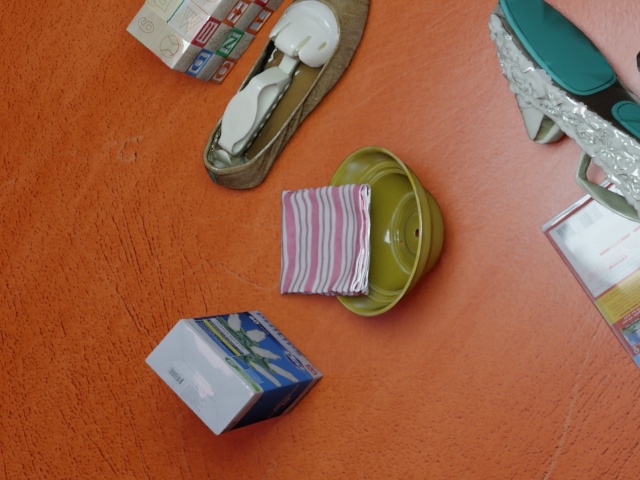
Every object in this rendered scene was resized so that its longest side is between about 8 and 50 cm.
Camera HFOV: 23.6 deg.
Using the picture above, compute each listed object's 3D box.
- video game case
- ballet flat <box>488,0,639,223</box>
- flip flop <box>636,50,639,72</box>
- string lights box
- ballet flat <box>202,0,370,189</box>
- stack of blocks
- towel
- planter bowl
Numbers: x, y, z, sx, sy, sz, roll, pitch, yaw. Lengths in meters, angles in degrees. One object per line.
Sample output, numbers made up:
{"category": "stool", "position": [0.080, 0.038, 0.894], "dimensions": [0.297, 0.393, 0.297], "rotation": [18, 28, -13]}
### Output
{"category": "video game case", "position": [0.436, 0.041, 1.906], "dimensions": [0.204, 0.025, 0.285], "rotation": [-36, 78, 15]}
{"category": "ballet flat", "position": [0.328, -0.137, 1.878], "dimensions": [0.147, 0.147, 0.409], "rotation": [-48, 66, 13]}
{"category": "flip flop", "position": [0.521, -0.226, 1.843], "dimensions": [0.277, 0.112, 0.080], "rotation": [-12, 103, 19]}
{"category": "string lights box", "position": [-0.105, 0.164, 1.964], "dimensions": [0.133, 0.260, 0.077], "rotation": [44, 103, 13]}
{"category": "ballet flat", "position": [-0.053, -0.216, 2.022], "dimensions": [0.116, 0.124, 0.342], "rotation": [39, 101, 15]}
{"category": "stack of blocks", "position": [-0.105, -0.356, 2.017], "dimensions": [0.087, 0.171, 0.297], "rotation": [41, 101, 15]}
{"category": "towel", "position": [0.000, 0.000, 1.999], "dimensions": [0.197, 0.029, 0.144], "rotation": [-2, 86, 55]}
{"category": "planter bowl", "position": [0.095, -0.010, 1.968], "dimensions": [0.217, 0.090, 0.217], "rotation": [-5, 83, 54]}
